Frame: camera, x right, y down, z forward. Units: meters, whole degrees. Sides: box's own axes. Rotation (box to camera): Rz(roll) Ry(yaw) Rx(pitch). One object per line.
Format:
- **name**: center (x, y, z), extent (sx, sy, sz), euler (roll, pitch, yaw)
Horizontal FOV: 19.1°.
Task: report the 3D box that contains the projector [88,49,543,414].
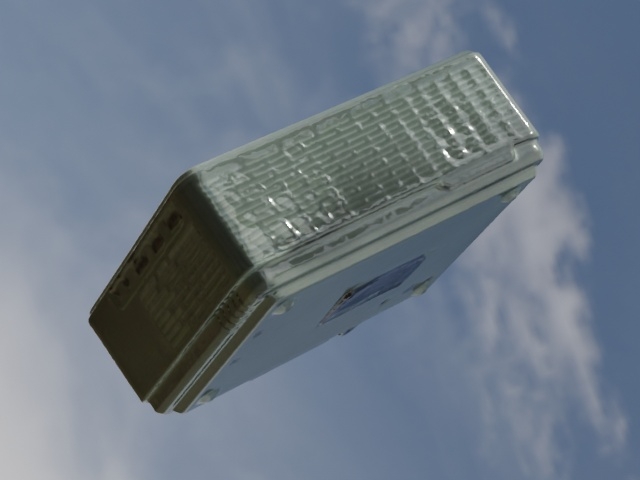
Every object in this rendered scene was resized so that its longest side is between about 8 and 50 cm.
- **projector**: center (0.000, 0.000, 1.199), extent (0.099, 0.256, 0.192), euler (56, -38, 11)
